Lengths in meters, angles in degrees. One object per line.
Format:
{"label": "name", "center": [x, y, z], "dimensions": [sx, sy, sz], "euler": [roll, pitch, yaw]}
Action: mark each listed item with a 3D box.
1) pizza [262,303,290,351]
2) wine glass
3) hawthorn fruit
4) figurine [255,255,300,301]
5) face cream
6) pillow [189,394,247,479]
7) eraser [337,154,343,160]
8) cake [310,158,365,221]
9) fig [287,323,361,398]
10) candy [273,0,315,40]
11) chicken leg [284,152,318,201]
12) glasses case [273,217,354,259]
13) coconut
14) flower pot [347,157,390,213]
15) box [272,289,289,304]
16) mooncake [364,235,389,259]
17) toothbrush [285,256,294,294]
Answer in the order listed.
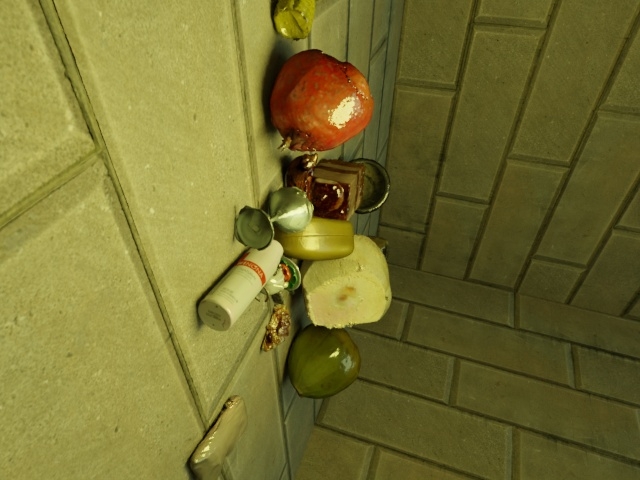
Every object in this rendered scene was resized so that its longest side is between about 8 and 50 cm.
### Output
{"label": "pizza", "center": [-0.156, 0.336, 1.592], "dimensions": [0.154, 0.069, 0.194], "euler": [90, 17, -44]}
{"label": "wine glass", "center": [-0.132, -0.061, 1.205], "dimensions": [0.232, 0.156, 0.156], "euler": [-37, 138, -62]}
{"label": "hawthorn fruit", "center": [-0.023, -0.350, 1.156], "dimensions": [0.307, 0.276, 0.276], "euler": [-50, 159, -13]}
{"label": "figurine", "center": [-0.152, 0.136, 1.368], "dimensions": [0.154, 0.132, 0.132], "euler": [-37, 139, -50]}
{"label": "face cream", "center": [-0.196, 0.100, 1.163], "dimensions": [0.345, 0.102, 0.102], "euler": [-57, 156, -55]}
{"label": "pillow", "center": [-0.296, 0.602, 1.297], "dimensions": [0.270, 0.067, 0.173], "euler": [-56, 149, -56]}
{"label": "eraser", "center": [0.089, -0.367, 2.021], "dimensions": [0.099, 0.019, 0.027], "euler": [-62, 160, -44]}
{"label": "cake", "center": [0.051, -0.180, 1.674], "dimensions": [0.293, 0.196, 0.198], "euler": [-58, 158, -56]}
{"label": "fig", "center": [0.002, 0.543, 1.936], "dimensions": [0.343, 0.343, 0.343], "euler": [13, 90, -76]}
{"label": "candy", "center": [-0.055, -0.618, 1.097], "dimensions": [0.106, 0.094, 0.198], "euler": [65, 33, -66]}
{"label": "chicken leg", "center": [-0.062, -0.192, 1.359], "dimensions": [0.407, 0.096, 0.157], "euler": [111, -28, -70]}
{"label": "glasses case", "center": [0.000, 0.000, 1.488], "dimensions": [0.371, 0.173, 0.141], "euler": [0, 84, -57]}
{"label": "coconut", "center": [0.100, 0.145, 1.807], "dimensions": [0.404, 0.405, 0.404], "euler": [13, 90, -76]}
{"label": "flower pot", "center": [0.203, -0.259, 2.119], "dimensions": [0.267, 0.267, 0.266], "euler": [-25, 127, -86]}
{"label": "box", "center": [-0.145, 0.183, 1.551], "dimensions": [0.098, 0.045, 0.062], "euler": [85, 22, -54]}
{"label": "mooncake", "center": [0.271, 0.178, 2.452], "dimensions": [0.393, 0.394, 0.246], "euler": [-29, 144, -14]}
{"label": "toothbrush", "center": [-0.116, 0.102, 1.622], "dimensions": [0.030, 0.030, 0.297], "euler": [-75, 169, -45]}
